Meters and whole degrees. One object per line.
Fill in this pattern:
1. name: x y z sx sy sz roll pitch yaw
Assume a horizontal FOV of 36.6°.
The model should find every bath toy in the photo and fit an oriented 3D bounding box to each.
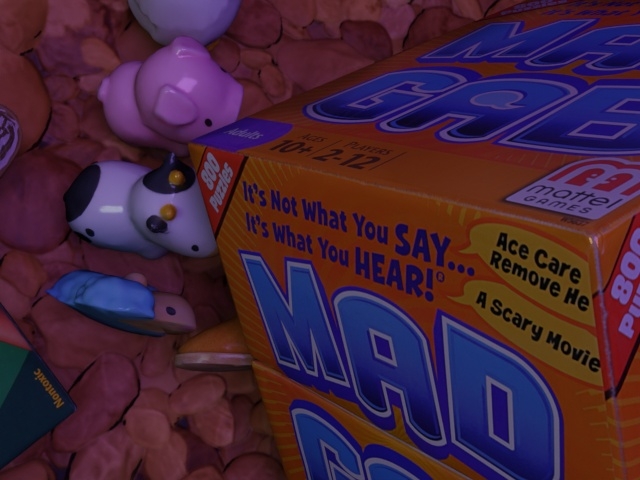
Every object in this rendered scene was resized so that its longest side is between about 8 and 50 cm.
1. bath toy: -0.130 -0.102 0.797 0.151 0.129 0.348 6 75 9

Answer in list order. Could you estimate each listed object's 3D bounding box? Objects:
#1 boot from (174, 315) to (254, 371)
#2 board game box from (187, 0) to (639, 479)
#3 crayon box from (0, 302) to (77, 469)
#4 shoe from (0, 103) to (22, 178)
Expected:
1. boot: 0.001 0.000 0.849 0.295 0.104 0.211 -6 84 -27
2. board game box: 0.184 0.052 0.676 0.356 0.356 0.356 -27 116 -28
3. crayon box: -0.401 0.069 0.649 0.313 0.106 0.363 -39 113 -22
4. shoe: -0.324 -0.021 0.784 0.076 0.058 0.219 45 74 -26
